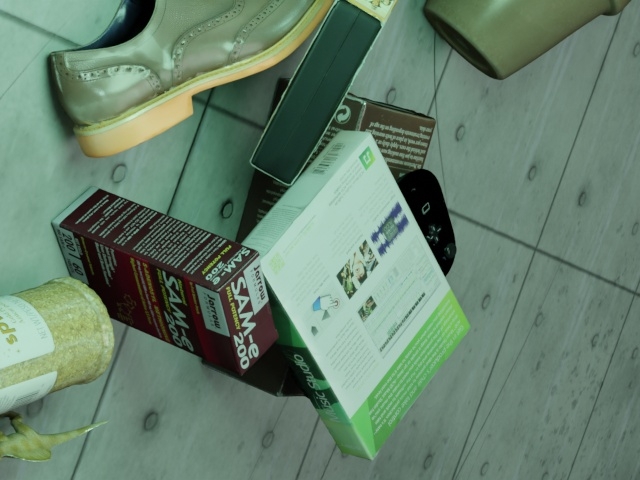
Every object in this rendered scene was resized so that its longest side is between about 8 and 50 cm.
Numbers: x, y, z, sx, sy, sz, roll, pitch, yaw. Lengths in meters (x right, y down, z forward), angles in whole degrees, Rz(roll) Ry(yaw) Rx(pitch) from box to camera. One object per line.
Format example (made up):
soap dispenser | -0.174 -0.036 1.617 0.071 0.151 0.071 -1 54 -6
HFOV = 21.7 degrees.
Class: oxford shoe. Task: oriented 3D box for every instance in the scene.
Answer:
oxford shoe | -0.126 -0.232 1.786 0.364 0.130 0.132 -38 115 -29

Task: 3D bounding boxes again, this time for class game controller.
game controller | 0.060 0.050 2.052 0.319 0.067 0.166 -45 140 -34

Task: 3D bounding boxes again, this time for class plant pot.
plant pot | 0.265 -0.350 2.266 0.229 0.263 0.263 -47 146 -1

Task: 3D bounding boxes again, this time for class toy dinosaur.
toy dinosaur | -0.320 0.217 1.794 0.183 0.093 0.053 -6 112 -55

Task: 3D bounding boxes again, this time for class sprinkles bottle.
sprinkles bottle | -0.364 0.128 1.653 0.355 0.121 0.121 -18 121 -53

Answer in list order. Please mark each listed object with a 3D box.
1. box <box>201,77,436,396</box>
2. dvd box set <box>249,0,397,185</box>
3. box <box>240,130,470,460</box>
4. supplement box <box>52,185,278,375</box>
box | 0.000 0.000 2.123 0.191 0.143 0.381 8 99 -58
dvd box set | 0.067 -0.296 1.906 0.420 0.062 0.307 -62 -177 -39
box | 0.041 0.066 1.962 0.232 0.058 0.322 -50 126 -30
supplement box | -0.166 0.041 1.791 0.073 0.239 0.130 -46 141 -33
